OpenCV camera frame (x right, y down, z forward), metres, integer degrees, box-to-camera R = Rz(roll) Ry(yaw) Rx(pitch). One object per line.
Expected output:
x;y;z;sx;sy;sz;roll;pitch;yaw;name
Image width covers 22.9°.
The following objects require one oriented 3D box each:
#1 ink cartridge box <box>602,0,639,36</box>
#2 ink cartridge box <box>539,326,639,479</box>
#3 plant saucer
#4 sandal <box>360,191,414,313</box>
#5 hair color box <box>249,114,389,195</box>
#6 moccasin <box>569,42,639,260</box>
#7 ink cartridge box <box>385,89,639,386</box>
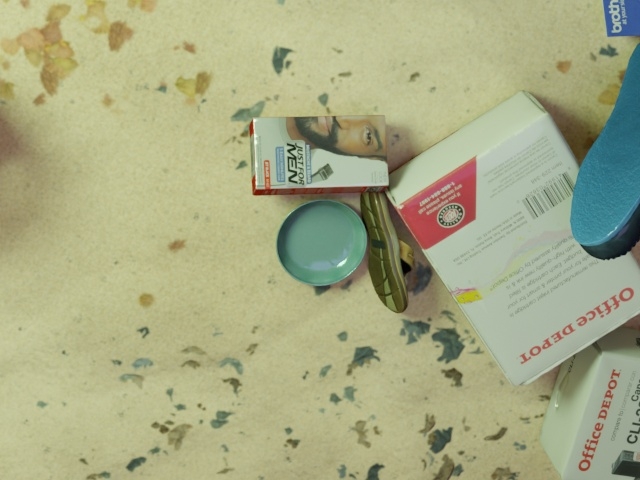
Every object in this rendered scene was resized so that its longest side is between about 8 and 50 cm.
0.390;-0.356;1.937;0.097;0.046;0.207;1;115;28;ink cartridge box
0.461;0.236;2.153;0.273;0.114;0.197;10;109;-11;ink cartridge box
0.000;0.000;2.048;0.119;0.021;0.119;-3;111;-8;plant saucer
0.094;0.010;2.048;0.049;0.072;0.180;-19;109;-24;sandal
-0.002;-0.107;1.973;0.167;0.053;0.093;-2;83;-9;hair color box
0.416;-0.108;1.935;0.117;0.137;0.342;46;61;-32;moccasin
0.253;-0.002;2.026;0.226;0.131;0.306;-32;113;3;ink cartridge box
